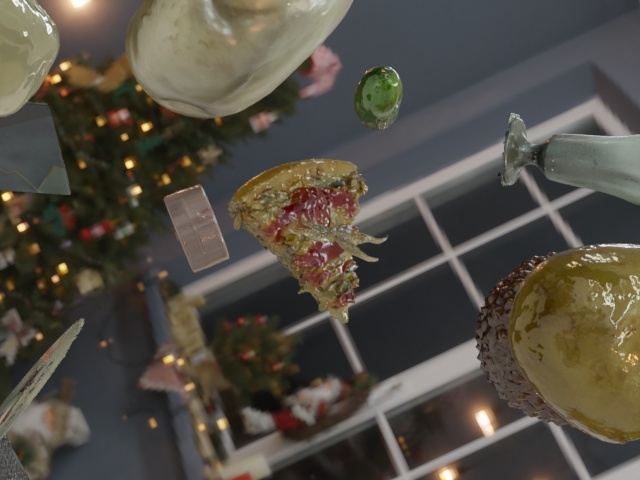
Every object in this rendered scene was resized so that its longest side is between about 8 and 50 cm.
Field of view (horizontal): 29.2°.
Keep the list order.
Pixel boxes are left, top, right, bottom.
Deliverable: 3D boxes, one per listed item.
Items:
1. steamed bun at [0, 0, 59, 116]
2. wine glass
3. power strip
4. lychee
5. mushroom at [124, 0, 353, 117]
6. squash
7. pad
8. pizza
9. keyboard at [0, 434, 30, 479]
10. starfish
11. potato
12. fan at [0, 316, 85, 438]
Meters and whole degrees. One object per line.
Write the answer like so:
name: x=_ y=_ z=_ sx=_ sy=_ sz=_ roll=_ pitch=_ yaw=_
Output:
steamed bun: x=-0.344 y=-0.180 z=0.810 sx=0.276 sy=0.203 sz=0.289 roll=49 pitch=2 yaw=35
wine glass: x=0.243 y=-0.073 z=1.107 sx=0.072 sy=0.155 sz=0.072 roll=-35 pitch=130 yaw=-56
power strip: x=-0.227 y=-0.021 z=2.241 sx=0.154 sy=0.078 sz=0.154 roll=158 pitch=-90 yaw=-83
lychee: x=0.357 y=0.153 z=1.711 sx=0.271 sy=0.271 sz=0.271 roll=155 pitch=-90 yaw=-90
mushroom: x=-0.104 y=-0.298 z=1.460 sx=0.356 sy=0.315 sz=0.315 roll=55 pitch=-8 yaw=47
squash: x=0.100 y=-0.243 z=2.153 sx=0.292 sy=0.082 sz=0.082 roll=88 pitch=-23 yaw=-84
pad: x=-0.436 y=-0.118 z=1.506 sx=0.164 sy=0.243 sz=0.004 roll=88 pitch=7 yaw=-51
pizza: x=0.000 y=0.000 z=1.413 sx=0.062 sy=0.188 sz=0.199 roll=-28 pitch=-95 yaw=56
keyboard: x=-0.442 y=0.305 z=1.698 sx=0.310 sy=0.018 sz=0.101 roll=81 pitch=-4 yaw=-49
starfish: x=0.015 y=-0.003 z=1.099 sx=0.092 sy=0.086 sz=0.016 roll=35 pitch=-59 yaw=39
potato: x=0.255 y=0.086 z=1.180 sx=0.158 sy=0.203 sz=0.178 roll=15 pitch=41 yaw=-29
fan: x=-0.272 y=0.150 z=0.995 sx=0.009 sy=0.191 sz=0.329 roll=38 pitch=10 yaw=-1
